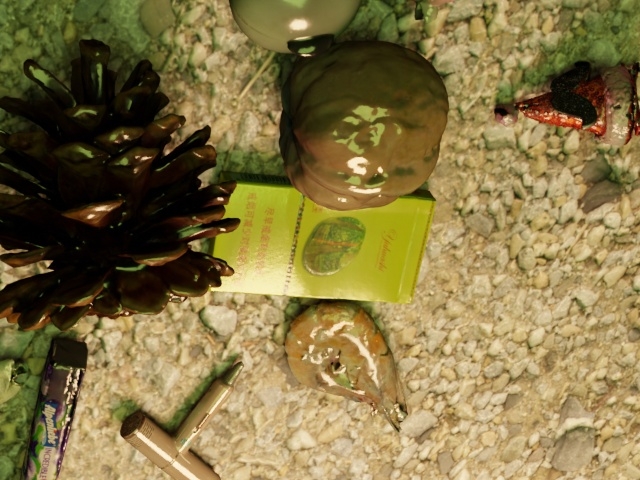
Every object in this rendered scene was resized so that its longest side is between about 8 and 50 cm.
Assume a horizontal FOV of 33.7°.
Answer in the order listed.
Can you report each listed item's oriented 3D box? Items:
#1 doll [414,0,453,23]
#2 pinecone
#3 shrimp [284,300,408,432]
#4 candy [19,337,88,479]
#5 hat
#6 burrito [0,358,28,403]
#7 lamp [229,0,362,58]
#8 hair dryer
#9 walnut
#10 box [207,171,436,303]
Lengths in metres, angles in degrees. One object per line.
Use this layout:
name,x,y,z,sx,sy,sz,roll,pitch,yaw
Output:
doll,0.179,-0.398,1.456,0.192,0.095,0.149,-25,112,0
pinecone,-0.294,-0.073,1.364,0.385,0.384,0.384,-5,116,-12
shrimp,0.048,0.221,1.735,0.164,0.062,0.316,-19,125,17
candy,-0.421,0.302,1.635,0.061,0.088,0.312,13,111,-14
hat,0.377,-0.209,1.602,0.228,0.129,0.140,-2,74,5
burrito,-0.497,0.222,1.604,0.118,0.044,0.074,-31,120,4
lamp,-0.059,-0.355,1.375,0.244,0.197,0.197,31,105,-7
hair dryer,-0.181,0.297,1.724,0.220,0.053,0.195,-42,118,0
walnut,0.059,-0.159,1.463,0.248,0.248,0.248,-5,116,-12
box,0.000,0.000,1.624,0.335,0.047,0.187,5,113,-15
